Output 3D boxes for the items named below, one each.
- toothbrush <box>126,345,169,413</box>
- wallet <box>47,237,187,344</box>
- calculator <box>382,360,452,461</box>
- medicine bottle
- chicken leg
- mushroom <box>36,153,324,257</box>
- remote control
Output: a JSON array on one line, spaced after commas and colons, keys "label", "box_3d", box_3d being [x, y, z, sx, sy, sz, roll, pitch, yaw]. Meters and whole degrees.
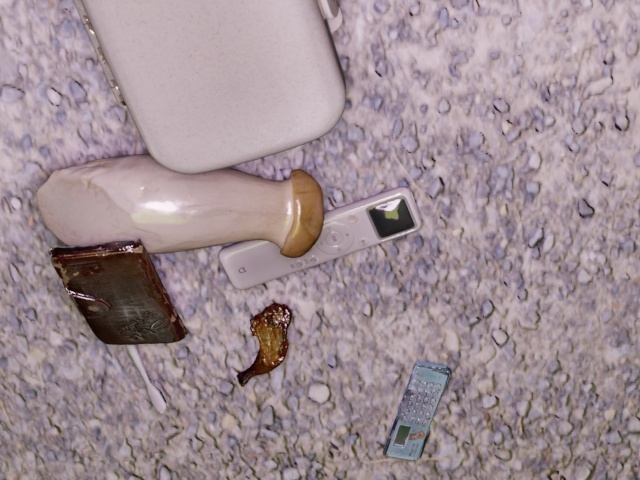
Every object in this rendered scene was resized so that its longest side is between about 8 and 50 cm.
[{"label": "toothbrush", "box_3d": [-0.260, 0.114, 1.970, 0.024, 0.026, 0.288, -17, 121, 10]}, {"label": "wallet", "box_3d": [-0.248, 0.070, 1.849, 0.121, 0.031, 0.232, -5, 149, 8]}, {"label": "calculator", "box_3d": [0.135, 0.238, 2.073, 0.057, 0.018, 0.172, 12, 123, -8]}, {"label": "medicine bottle", "box_3d": [-0.127, -0.259, 1.671, 0.282, 0.123, 0.375, -16, 122, 6]}, {"label": "chicken leg", "box_3d": [-0.072, 0.142, 1.989, 0.062, 0.037, 0.145, 21, 122, 10]}, {"label": "mushroom", "box_3d": [-0.168, -0.041, 1.816, 0.350, 0.128, 0.128, 4, 123, -9]}, {"label": "remote control", "box_3d": [0.000, 0.000, 1.901, 0.261, 0.029, 0.067, -19, 122, 9]}]
